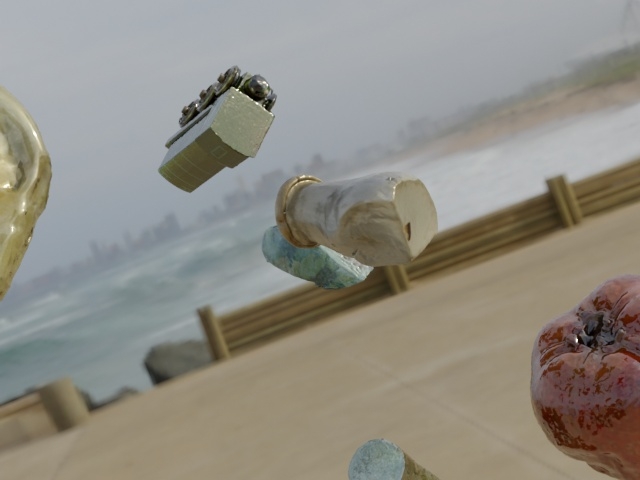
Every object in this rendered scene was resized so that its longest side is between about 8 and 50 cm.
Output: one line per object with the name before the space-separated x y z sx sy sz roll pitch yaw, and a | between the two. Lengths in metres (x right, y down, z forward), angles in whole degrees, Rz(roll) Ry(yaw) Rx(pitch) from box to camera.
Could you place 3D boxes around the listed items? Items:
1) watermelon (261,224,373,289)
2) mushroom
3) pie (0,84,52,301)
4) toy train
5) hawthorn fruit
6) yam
watermelon | -0.008 0.003 1.524 0.180 0.081 0.094 7 23 29
mushroom | 0.043 -0.024 1.260 0.108 0.096 0.247 -9 7 -27
pie | -0.375 -0.044 0.910 0.339 0.339 0.077 -23 -8 -33
toy train | -0.144 -0.147 1.667 0.225 0.090 0.137 -30 31 55
hawthorn fruit | 0.333 0.166 1.221 0.207 0.243 0.207 -30 25 16
yam | 0.064 0.198 0.967 0.054 0.054 0.132 -20 -31 13
